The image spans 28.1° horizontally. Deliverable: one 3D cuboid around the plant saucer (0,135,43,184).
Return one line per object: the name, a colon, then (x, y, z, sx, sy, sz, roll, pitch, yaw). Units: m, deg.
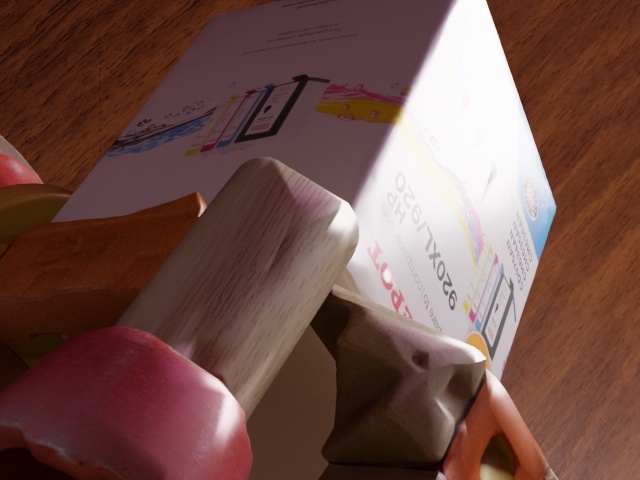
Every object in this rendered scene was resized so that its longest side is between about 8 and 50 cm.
plant saucer: (-0.308, 0.042, 0.787, 0.311, 0.310, 0.050, 40, -12, 7)

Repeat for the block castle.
block castle: (-0.050, 0.207, 0.543, 0.303, 0.213, 0.453, -7, -55, 37)

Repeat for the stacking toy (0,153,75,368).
stacking toy: (-0.278, -0.005, 0.632, 0.130, 0.279, 0.309, 41, -12, 46)

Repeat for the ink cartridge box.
ink cartridge box: (0.000, 0.000, 0.658, 0.168, 0.232, 0.171, -5, -52, 29)
